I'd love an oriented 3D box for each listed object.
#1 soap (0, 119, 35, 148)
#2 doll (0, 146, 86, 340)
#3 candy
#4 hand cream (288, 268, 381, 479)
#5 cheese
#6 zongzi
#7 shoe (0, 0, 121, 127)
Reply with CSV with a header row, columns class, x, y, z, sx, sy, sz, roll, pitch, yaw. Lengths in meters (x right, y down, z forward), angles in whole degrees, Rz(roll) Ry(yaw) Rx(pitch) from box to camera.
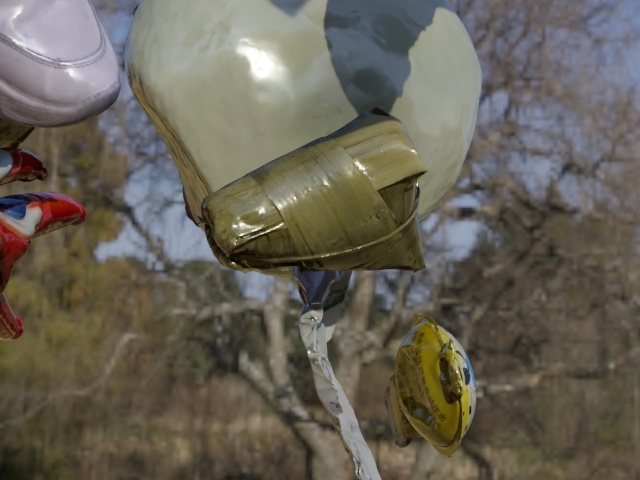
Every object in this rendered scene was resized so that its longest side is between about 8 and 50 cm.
class,x,y,z,sx,sy,sz,roll,pitch,yaw
soap,-0.274,-0.105,0.985,0.135,0.076,0.233,-35,2,-37
doll,-0.288,0.005,1.008,0.099,0.188,0.384,28,-6,4
candy,0.007,-0.163,1.420,0.427,0.386,0.186,-18,3,-30
hand cream,0.017,0.099,0.947,0.050,0.257,0.084,-16,-27,6
cheese,0.113,0.165,1.366,0.064,0.156,0.250,-7,-18,-17
zongzi,0.000,0.000,0.903,0.160,0.078,0.176,-21,-33,-8
shoe,-0.197,-0.175,0.701,0.095,0.245,0.137,-42,-9,-37
